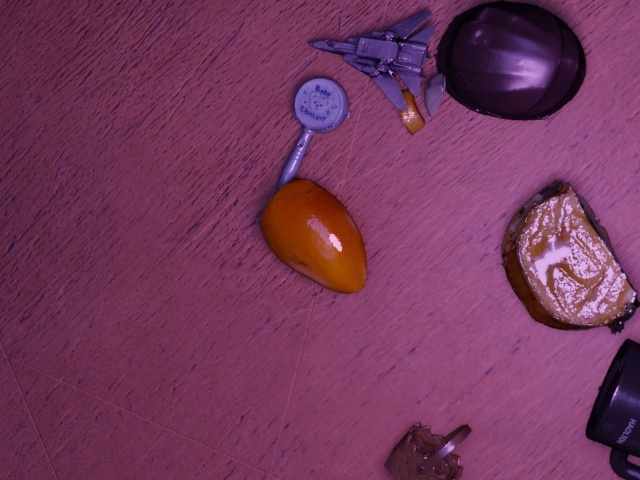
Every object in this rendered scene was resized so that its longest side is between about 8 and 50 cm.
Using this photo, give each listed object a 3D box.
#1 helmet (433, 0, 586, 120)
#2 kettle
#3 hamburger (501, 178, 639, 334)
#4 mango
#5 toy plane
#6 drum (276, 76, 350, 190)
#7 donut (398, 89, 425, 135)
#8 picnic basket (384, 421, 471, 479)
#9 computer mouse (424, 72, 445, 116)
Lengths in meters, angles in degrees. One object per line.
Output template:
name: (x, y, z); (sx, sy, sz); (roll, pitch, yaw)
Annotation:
helmet: (0.355, -0.349, 1.851); (0.305, 0.177, 0.225); (12, 97, 14)
kettle: (0.662, 0.362, 1.781); (0.307, 0.203, 0.262); (23, 96, 11)
hamburger: (0.467, 0.054, 1.854); (0.211, 0.132, 0.309); (-31, 83, 15)
mango: (0.000, 0.000, 1.985); (0.257, 0.138, 0.187); (38, 114, 17)
toy plane: (0.093, -0.388, 1.966); (0.267, 0.088, 0.212); (14, 87, 16)
drum: (-0.043, -0.234, 2.032); (0.130, 0.049, 0.253); (43, 103, 10)
donut: (0.185, -0.268, 1.977); (0.037, 0.067, 0.083); (-21, 55, 22)
picnic basket: (0.231, 0.428, 1.938); (0.138, 0.128, 0.178); (46, 120, 7)
computer mouse: (0.223, -0.290, 1.931); (0.032, 0.110, 0.056); (5, 60, -6)
